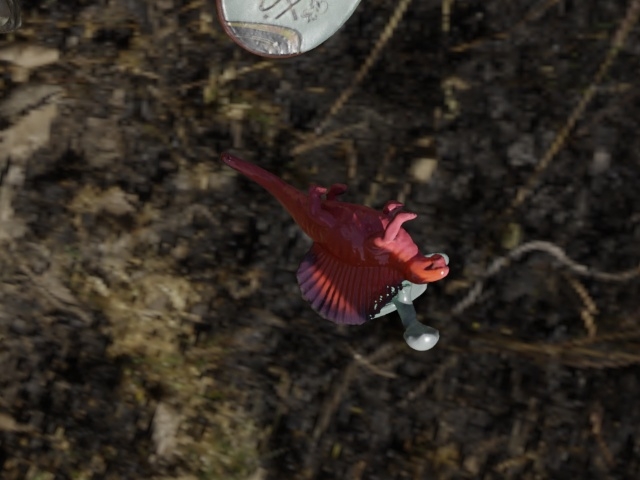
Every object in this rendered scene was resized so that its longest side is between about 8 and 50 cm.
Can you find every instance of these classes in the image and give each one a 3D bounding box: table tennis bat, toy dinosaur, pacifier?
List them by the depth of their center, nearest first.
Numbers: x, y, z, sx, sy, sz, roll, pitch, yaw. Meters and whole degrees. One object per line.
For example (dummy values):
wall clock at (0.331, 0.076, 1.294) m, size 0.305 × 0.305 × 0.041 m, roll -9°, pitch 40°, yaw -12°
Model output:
toy dinosaur at (0.001, 0.008, 1.626) m, size 0.070 × 0.286 × 0.139 m, roll -3°, pitch 110°, yaw -64°
table tennis bat at (0.006, -0.327, 1.632) m, size 0.173 × 0.022 × 0.301 m, roll 30°, pitch 103°, yaw -38°
pacifier at (0.094, 0.075, 1.761) m, size 0.127 × 0.150 × 0.116 m, roll -10°, pitch 67°, yaw -35°

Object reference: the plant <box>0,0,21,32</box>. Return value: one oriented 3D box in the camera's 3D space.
plant at (-0.360, -0.248, 1.068) m, size 0.312 × 0.215 × 0.213 m, roll -3°, pitch 129°, yaw -3°
